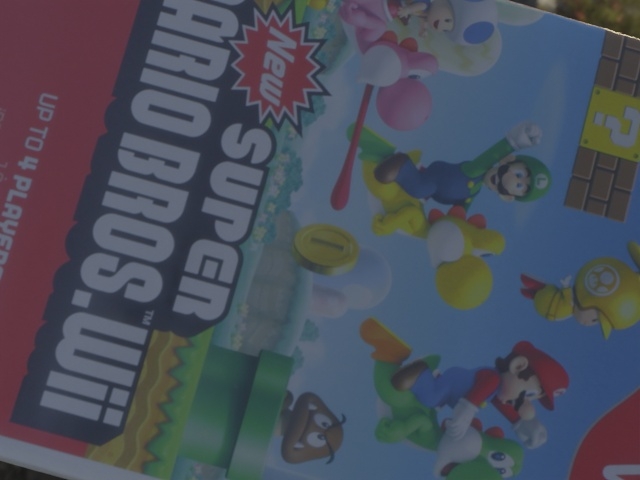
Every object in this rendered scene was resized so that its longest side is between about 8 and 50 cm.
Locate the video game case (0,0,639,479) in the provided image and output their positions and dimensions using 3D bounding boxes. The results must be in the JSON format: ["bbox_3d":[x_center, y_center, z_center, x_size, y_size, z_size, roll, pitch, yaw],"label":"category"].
[{"bbox_3d":[0.000,0.000,0.451,0.285,0.025,0.204,16,80,-2],"label":"video game case"}]
